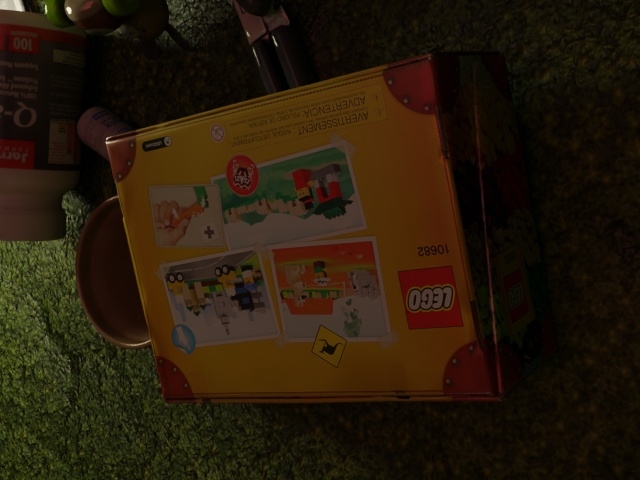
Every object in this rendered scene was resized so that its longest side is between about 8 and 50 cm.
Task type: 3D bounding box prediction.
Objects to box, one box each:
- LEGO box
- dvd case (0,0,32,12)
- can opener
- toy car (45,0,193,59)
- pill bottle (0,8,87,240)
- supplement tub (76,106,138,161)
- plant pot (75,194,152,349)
[{"bbox_3d":[0.000,0.000,1.100,0.500,0.193,0.372,-7,97,34],"label":"LEGO box"},{"bbox_3d":[-0.602,-0.356,1.629,0.221,0.018,0.164,-30,75,32],"label":"dvd case"},{"bbox_3d":[-0.076,-0.271,1.227,0.076,0.095,0.283,-28,76,33],"label":"can opener"},{"bbox_3d":[-0.286,-0.340,1.326,0.155,0.188,0.149,1,59,36],"label":"toy car"},{"bbox_3d":[-0.505,-0.188,1.455,0.210,0.210,0.362,7,96,34],"label":"pill bottle"},{"bbox_3d":[-0.341,-0.167,1.428,0.107,0.071,0.071,34,110,27],"label":"supplement tub"},{"bbox_3d":[-0.264,0.046,1.362,0.237,0.110,0.237,1,92,33],"label":"plant pot"}]
